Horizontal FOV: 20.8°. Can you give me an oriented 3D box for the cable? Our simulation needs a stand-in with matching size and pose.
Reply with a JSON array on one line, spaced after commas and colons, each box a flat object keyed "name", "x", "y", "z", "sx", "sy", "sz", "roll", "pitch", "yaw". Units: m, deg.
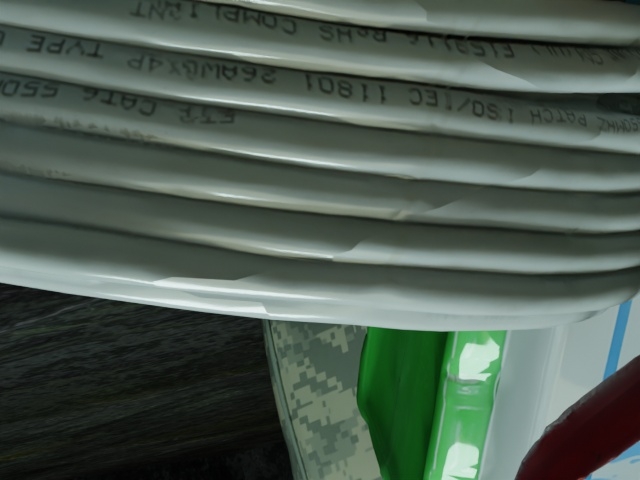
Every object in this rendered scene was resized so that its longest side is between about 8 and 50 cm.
[{"name": "cable", "x": -0.042, "y": -0.038, "z": 0.424, "sx": 0.257, "sy": 0.089, "sz": 0.257, "roll": 4, "pitch": -173, "yaw": -41}]

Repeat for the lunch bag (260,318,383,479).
[{"name": "lunch bag", "x": 0.109, "y": 0.095, "z": 1.246, "sx": 0.256, "sy": 0.212, "sz": 0.305, "roll": -13, "pitch": 171, "yaw": 5}]

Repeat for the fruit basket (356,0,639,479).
[{"name": "fruit basket", "x": 0.199, "y": 0.019, "z": 0.669, "sx": 0.353, "sy": 0.327, "sz": 0.165, "roll": 2, "pitch": -147, "yaw": -8}]

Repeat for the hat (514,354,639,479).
[{"name": "hat", "x": 0.149, "y": -0.059, "z": 0.401, "sx": 0.183, "sy": 0.173, "sz": 0.208, "roll": 0, "pitch": -154, "yaw": 26}]
